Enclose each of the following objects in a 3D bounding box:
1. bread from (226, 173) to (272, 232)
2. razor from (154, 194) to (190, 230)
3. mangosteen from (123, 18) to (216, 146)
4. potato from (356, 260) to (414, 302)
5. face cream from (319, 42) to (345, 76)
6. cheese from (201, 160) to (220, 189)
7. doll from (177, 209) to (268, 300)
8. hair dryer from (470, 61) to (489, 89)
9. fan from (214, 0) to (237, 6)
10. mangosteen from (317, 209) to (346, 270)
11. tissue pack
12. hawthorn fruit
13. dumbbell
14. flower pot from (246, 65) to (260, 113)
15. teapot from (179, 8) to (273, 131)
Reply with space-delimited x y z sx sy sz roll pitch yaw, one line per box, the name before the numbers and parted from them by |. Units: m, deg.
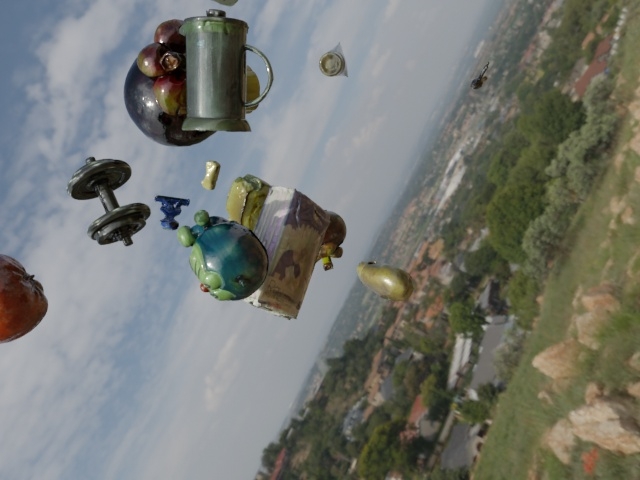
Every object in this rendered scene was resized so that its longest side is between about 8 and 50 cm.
bread | -0.239 -0.122 2.116 0.186 0.124 0.256 -23 -52 -29
razor | -0.368 -0.057 1.432 0.324 0.093 0.056 -134 52 -71
mangosteen | -0.499 -0.531 2.000 0.435 0.383 0.381 83 -149 -63
potato | 0.263 0.163 2.422 0.296 0.192 0.141 27 88 52
face cream | 0.062 -0.658 2.151 0.341 0.084 0.137 -63 -42 -68
cheese | -0.299 -0.177 1.581 0.030 0.044 0.083 -39 -26 -60
doll | -0.244 0.034 1.483 0.186 0.322 0.198 -35 -49 -7
hair dryer | 0.446 -0.454 1.592 0.079 0.031 0.083 -39 -16 -39
fan | -0.407 -1.137 2.483 0.010 0.182 0.309 -24 53 61
mangosteen | 0.000 0.000 2.020 0.192 0.193 0.216 70 -169 -84
tissue pack | -0.106 0.042 1.686 0.242 0.126 0.343 38 -111 -60
hawthorn fruit | -0.874 0.178 1.536 0.272 0.242 0.242 -40 -10 -12
dumbbell | -0.611 -0.115 1.692 0.192 0.289 0.192 -27 -8 -4
flower pot | -0.362 -0.587 2.299 0.179 0.195 0.195 -19 -35 -38
teapot | -0.270 -0.479 1.667 0.200 0.271 0.336 -51 -37 -75
